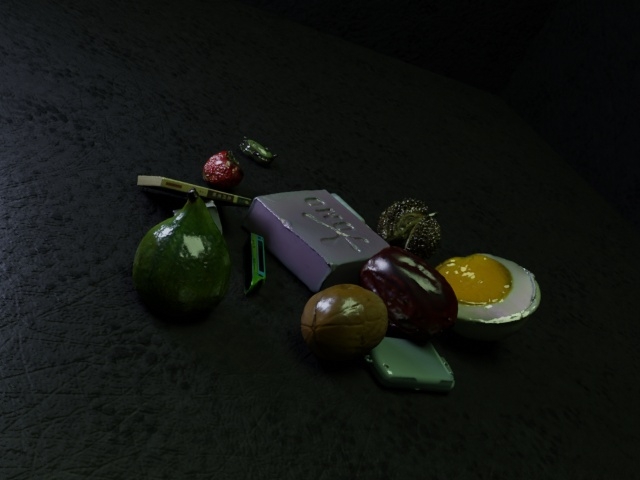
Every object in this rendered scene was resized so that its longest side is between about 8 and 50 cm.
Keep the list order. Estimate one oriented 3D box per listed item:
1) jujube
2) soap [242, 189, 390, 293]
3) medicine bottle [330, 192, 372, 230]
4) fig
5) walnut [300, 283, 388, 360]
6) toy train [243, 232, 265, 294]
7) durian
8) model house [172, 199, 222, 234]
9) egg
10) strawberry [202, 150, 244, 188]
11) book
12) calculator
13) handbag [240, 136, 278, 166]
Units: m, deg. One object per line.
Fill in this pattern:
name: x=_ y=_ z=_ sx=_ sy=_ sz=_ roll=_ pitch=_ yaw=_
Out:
jujube: x=0.210 y=0.123 z=1.936 sx=0.243 sy=0.183 sz=0.183 roll=47 pitch=30 yaw=14
soap: x=0.000 y=0.000 z=2.070 sx=0.296 sy=0.107 sz=0.285 roll=40 pitch=30 yaw=26
medicine bottle: x=0.077 y=-0.038 z=2.236 sx=0.083 sy=0.083 sz=0.203 roll=-6 pitch=43 yaw=-50
fig: x=-0.254 y=0.017 z=1.648 sx=0.203 sy=0.235 sz=0.203 roll=22 pitch=23 yaw=-10
walnut: x=0.053 y=0.172 z=1.759 sx=0.207 sy=0.167 sz=0.167 roll=-6 pitch=43 yaw=-47
toy train: x=-0.146 y=0.060 z=1.888 sx=0.042 sy=0.044 sz=0.209 roll=22 pitch=28 yaw=-19
durian: x=0.255 y=-0.032 z=2.299 sx=0.196 sy=0.167 sz=0.196 roll=6 pitch=65 yaw=-14
model house: x=-0.282 y=-0.038 z=1.898 sx=0.100 sy=0.088 sz=0.100 roll=-14 pitch=15 yaw=-12
egg: x=0.398 y=0.169 z=2.117 sx=0.286 sy=0.174 sz=0.264 roll=-8 pitch=38 yaw=-15
strawberry: x=-0.252 y=-0.176 z=2.153 sx=0.106 sy=0.106 sz=0.106 roll=23 pitch=27 yaw=-13
book: x=-0.299 y=-0.114 z=1.965 sx=0.231 sy=0.026 sz=0.161 roll=13 pitch=-3 yaw=-32
calculator: x=0.194 y=0.273 z=1.853 sx=0.246 sy=0.045 sz=0.141 roll=11 pitch=32 yaw=-33
handbag: x=-0.183 y=-0.253 z=2.393 sx=0.111 sy=0.047 sz=0.072 roll=33 pitch=26 yaw=2
